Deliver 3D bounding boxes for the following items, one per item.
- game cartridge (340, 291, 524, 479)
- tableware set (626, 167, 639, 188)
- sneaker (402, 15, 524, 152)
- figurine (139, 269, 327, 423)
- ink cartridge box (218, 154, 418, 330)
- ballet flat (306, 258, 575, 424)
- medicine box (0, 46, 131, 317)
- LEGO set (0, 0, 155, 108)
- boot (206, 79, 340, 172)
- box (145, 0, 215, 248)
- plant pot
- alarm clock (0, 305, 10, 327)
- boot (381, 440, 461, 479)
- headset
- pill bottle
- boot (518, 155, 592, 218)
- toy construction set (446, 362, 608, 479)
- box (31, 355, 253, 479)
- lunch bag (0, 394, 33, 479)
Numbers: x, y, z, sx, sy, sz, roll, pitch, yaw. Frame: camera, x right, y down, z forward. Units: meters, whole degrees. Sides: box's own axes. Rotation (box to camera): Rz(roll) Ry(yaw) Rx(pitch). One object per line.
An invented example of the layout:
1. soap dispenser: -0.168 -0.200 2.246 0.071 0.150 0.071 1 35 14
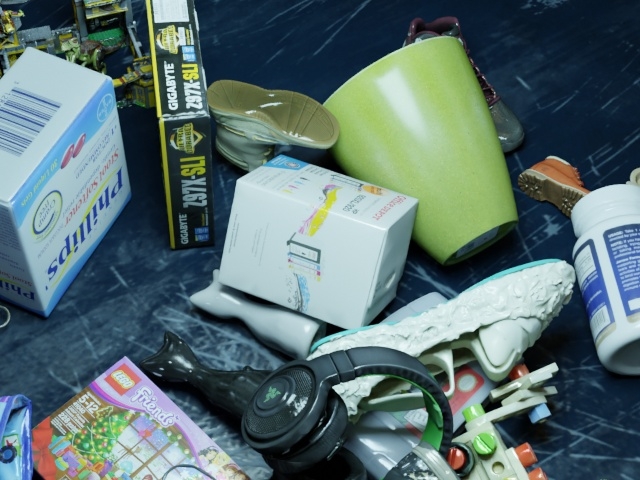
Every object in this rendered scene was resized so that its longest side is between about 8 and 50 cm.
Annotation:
1. game cartridge: 0.133 0.210 1.657 0.196 0.060 0.294 35 60 24
2. tableware set: 0.600 -0.108 1.923 0.141 0.020 0.168 24 58 13
3. sneaker: 0.237 -0.276 1.928 0.281 0.162 0.106 40 60 22
4. figurine: -0.124 0.151 1.664 0.210 0.092 0.215 24 56 17
5. ink cartridge box: 0.000 0.000 1.674 0.233 0.168 0.171 19 23 15
6. ballet flat: 0.183 0.155 1.588 0.409 0.147 0.147 -19 58 -6
7. medicine box: -0.417 -0.082 1.678 0.149 0.289 0.263 21 57 13
8. LEGO set: -0.420 -0.336 1.913 0.331 0.192 0.254 -8 56 -9
9. boot: -0.072 -0.162 1.780 0.213 0.165 0.077 17 63 9
10. box: -0.212 -0.179 1.739 0.079 0.322 0.257 -7 57 -9
11. plant pot: 0.175 -0.118 1.784 0.275 0.275 0.293 -25 76 -19
12. alarm clock: -0.548 0.135 1.662 0.192 0.064 0.129 -19 58 -19
13. boot: 0.127 0.387 1.394 0.179 0.085 0.236 -32 72 -11
14. headset: -0.015 0.286 1.436 0.394 0.243 0.185 -19 30 -6
15. pill bottle: 0.467 0.056 1.721 0.153 0.153 0.264 -3 56 -5
16. boot: 0.412 -0.088 1.869 0.158 0.059 0.085 34 52 30
17. toy construction set: 0.291 0.312 1.525 0.215 0.151 0.327 -30 53 11
18. box: -0.246 0.320 1.551 0.293 0.057 0.201 39 61 21
19. lunch bag: -0.496 0.319 1.477 0.221 0.138 0.293 -16 46 10
